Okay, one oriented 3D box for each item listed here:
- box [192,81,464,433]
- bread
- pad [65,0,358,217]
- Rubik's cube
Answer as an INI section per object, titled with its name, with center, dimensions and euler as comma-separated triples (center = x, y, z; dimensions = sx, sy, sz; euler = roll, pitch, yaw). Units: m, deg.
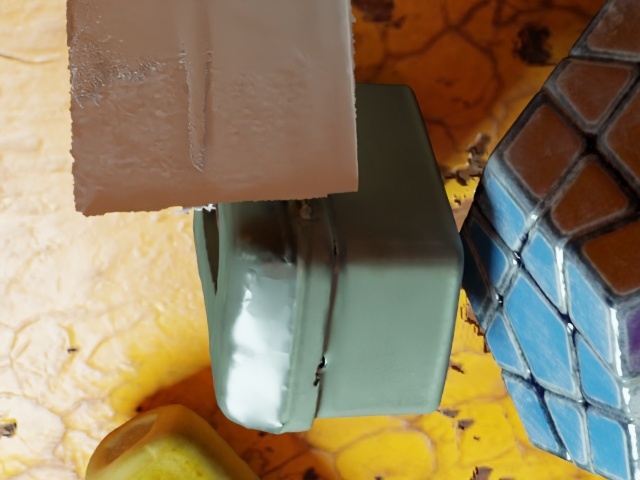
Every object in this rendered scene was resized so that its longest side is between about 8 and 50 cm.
[box]
center = 0.000, 0.000, 1.129
dimensions = 0.129, 0.210, 0.148
euler = 1, 125, -9
[bread]
center = -0.058, 0.205, 1.333
dimensions = 0.092, 0.074, 0.239
euler = -38, 117, 3
[pad]
center = -0.060, -0.125, 1.064
dimensions = 0.156, 0.232, 0.004
euler = -5, 162, 5
[Rubik's cube]
center = 0.231, 0.002, 1.097
dimensions = 0.264, 0.319, 0.319
euler = -23, 123, -17
